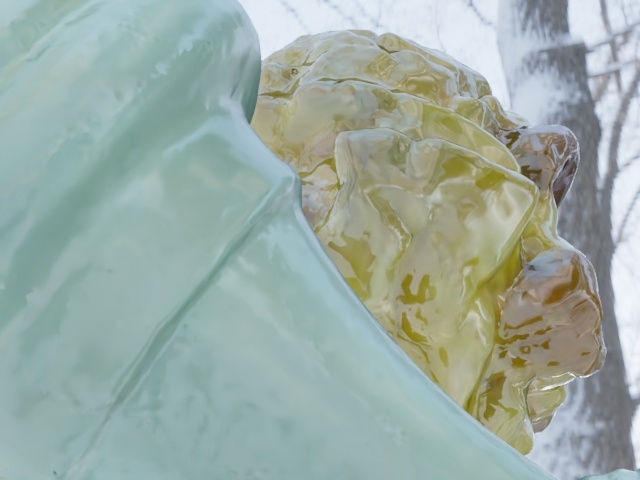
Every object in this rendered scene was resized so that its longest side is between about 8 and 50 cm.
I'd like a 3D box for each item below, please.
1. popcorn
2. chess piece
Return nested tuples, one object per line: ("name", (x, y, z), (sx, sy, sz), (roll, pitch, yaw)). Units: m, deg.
("popcorn", (0.000, 0.000, 0.863), (0.332, 0.265, 0.225), (10, -34, 21))
("chess piece", (0.002, 0.065, 0.461), (0.299, 0.194, 0.194), (35, -61, 7))
